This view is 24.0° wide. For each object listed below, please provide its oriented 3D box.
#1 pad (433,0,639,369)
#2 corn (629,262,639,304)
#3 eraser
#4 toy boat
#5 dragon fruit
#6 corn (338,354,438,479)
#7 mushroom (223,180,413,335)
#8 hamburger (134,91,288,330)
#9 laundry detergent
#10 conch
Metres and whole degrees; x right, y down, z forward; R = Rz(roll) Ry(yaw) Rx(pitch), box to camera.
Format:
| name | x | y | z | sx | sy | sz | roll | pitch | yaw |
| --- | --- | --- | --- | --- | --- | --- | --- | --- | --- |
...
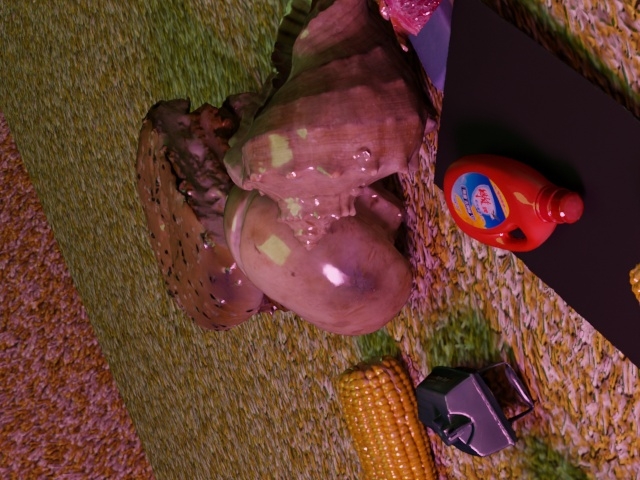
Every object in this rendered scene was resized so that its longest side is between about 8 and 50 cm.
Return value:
| name | x | y | z | sx | sy | sz | roll | pitch | yaw |
| --- | --- | --- | --- | --- | --- | --- | --- | --- | --- |
| pad | 0.222 | -0.049 | 1.371 | 0.367 | 0.007 | 0.248 | 45 | 147 | 39 |
| corn | 0.332 | 0.112 | 1.177 | 0.248 | 0.081 | 0.081 | 61 | 156 | 23 |
| eraser | 0.102 | -0.250 | 1.509 | 0.225 | 0.036 | 0.082 | 65 | 158 | 17 |
| toy boat | 0.158 | 0.179 | 1.657 | 0.093 | 0.103 | 0.246 | 59 | 172 | -2 |
| dragon fruit | 0.076 | -0.267 | 1.404 | 0.147 | 0.096 | 0.102 | -52 | 41 | 35 |
| corn | 0.092 | 0.264 | 1.858 | 0.093 | 0.093 | 0.244 | -6 | 103 | 68 |
| mushroom | 0.000 | 0.000 | 1.733 | 0.184 | 0.255 | 0.255 | -59 | 41 | 14 |
| hamburger | -0.120 | -0.024 | 2.014 | 0.318 | 0.195 | 0.277 | 59 | 153 | 35 |
| laundry detergent | 0.183 | -0.031 | 1.398 | 0.165 | 0.049 | 0.097 | 14 | 129 | 58 |
| conch | 0.010 | -0.147 | 1.605 | 0.263 | 0.186 | 0.324 | 1 | 65 | 53 |
